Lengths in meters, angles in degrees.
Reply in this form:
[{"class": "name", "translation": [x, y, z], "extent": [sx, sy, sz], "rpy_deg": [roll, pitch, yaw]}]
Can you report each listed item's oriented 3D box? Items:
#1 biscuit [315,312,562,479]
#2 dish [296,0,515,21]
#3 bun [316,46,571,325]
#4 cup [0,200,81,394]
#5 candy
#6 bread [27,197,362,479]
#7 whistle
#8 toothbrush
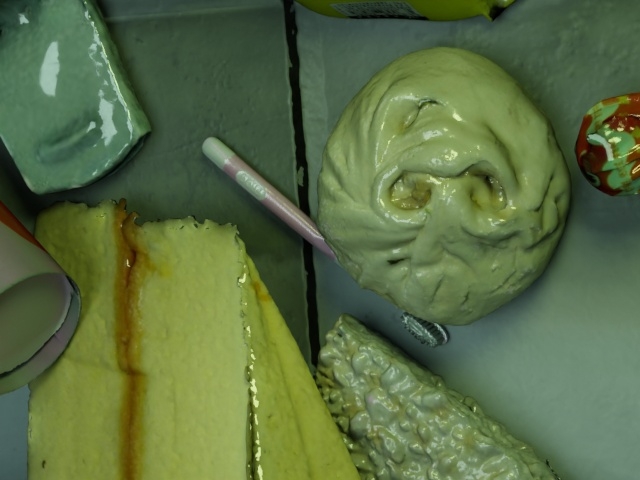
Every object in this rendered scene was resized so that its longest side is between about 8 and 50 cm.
[{"class": "biscuit", "translation": [0.091, 0.200, 1.409], "extent": [0.281, 0.084, 0.179], "rpy_deg": [44, 121, 15]}, {"class": "dish", "translation": [0.039, -0.278, 1.320], "extent": [0.262, 0.108, 0.221], "rpy_deg": [15, 108, 24]}, {"class": "bun", "translation": [0.091, -0.040, 1.331], "extent": [0.231, 0.133, 0.231], "rpy_deg": [5, 101, 25]}, {"class": "cup", "translation": [-0.359, 0.005, 1.503], "extent": [0.288, 0.203, 0.203], "rpy_deg": [38, 116, 29]}, {"class": "candy", "translation": [0.327, -0.095, 1.228], "extent": [0.288, 0.084, 0.078], "rpy_deg": [-13, 90, 26]}, {"class": "bread", "translation": [-0.156, 0.158, 1.411], "extent": [0.346, 0.242, 0.405], "rpy_deg": [-18, 98, 46]}, {"class": "whistle", "translation": [-0.311, -0.234, 1.498], "extent": [0.168, 0.188, 0.405], "rpy_deg": [-27, 121, 24]}, {"class": "toothbrush", "translation": [0.000, 0.000, 1.445], "extent": [0.286, 0.025, 0.020], "rpy_deg": [40, 115, 15]}]
